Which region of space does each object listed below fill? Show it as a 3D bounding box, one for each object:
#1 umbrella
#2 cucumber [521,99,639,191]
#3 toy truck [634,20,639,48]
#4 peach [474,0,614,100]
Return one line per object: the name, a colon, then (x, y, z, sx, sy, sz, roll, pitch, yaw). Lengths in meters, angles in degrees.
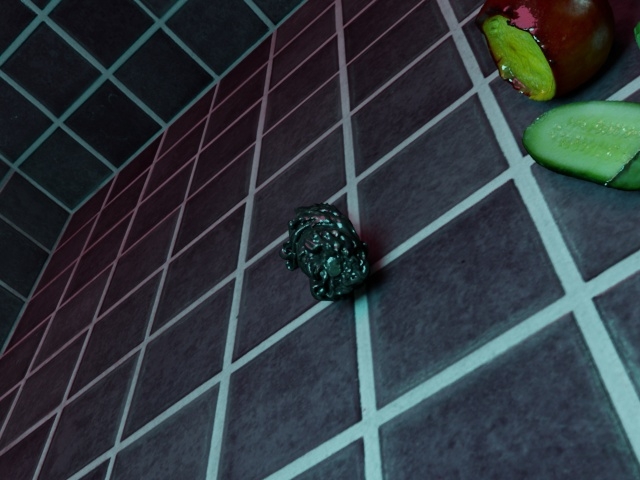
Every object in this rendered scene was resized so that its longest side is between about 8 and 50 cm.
umbrella: (-0.008, -0.008, 1.274, 0.128, 0.154, 0.336, -36, 26, 4)
cucumber: (0.350, -0.123, 0.979, 0.115, 0.063, 0.244, -52, 24, 3)
toy truck: (0.500, -0.271, 0.889, 0.242, 0.125, 0.101, -32, 28, 28)
peach: (0.328, -0.306, 1.143, 0.190, 0.196, 0.226, 110, -178, -49)
